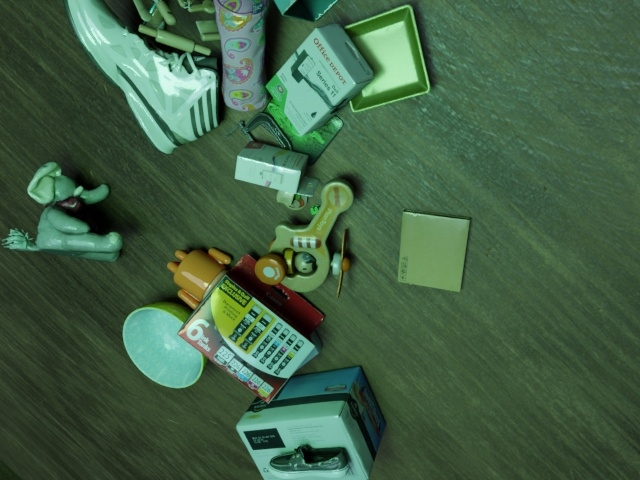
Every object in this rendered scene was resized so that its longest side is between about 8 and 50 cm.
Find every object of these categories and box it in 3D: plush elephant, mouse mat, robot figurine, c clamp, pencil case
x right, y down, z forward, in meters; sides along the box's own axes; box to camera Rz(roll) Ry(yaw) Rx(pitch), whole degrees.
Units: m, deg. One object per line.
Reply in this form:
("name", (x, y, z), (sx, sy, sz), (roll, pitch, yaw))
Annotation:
("plush elephant", (-0.746, -0.085, 1.543), (0.331, 0.272, 0.255), (6, 78, -16))
("mouse mat", (-0.053, -0.299, 1.298), (0.190, 0.007, 0.152), (41, 120, 1))
("robot figurine", (-0.341, 0.109, 1.519), (0.220, 0.158, 0.128), (34, 141, 5))
("c clamp", (-0.155, -0.259, 1.345), (0.137, 0.022, 0.160), (-39, 95, 29))
("pencil case", (-0.171, -0.429, 1.160), (0.124, 0.124, 0.284), (24, 147, 10))

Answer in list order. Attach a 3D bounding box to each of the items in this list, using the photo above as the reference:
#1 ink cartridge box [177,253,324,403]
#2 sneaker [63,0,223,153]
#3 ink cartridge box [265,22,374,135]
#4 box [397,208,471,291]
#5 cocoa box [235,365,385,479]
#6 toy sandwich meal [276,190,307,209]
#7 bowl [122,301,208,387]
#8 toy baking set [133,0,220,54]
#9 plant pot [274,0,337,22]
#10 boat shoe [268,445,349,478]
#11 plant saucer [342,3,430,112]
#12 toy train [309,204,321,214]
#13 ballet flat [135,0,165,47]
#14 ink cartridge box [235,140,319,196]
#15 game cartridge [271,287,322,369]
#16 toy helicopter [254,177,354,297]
("ink cartridge box", (-0.179, 0.232, 1.410), (0.310, 0.130, 0.271), (39, 88, -7))
("sneaker", (-0.390, -0.452, 1.256), (0.258, 0.169, 0.447), (-23, 124, 10))
("ink cartridge box", (-0.004, -0.361, 1.165), (0.208, 0.087, 0.153), (-35, 91, 44))
("box", (0.284, 0.027, 1.302), (0.165, 0.021, 0.201), (9, 115, 18))
("cocoa box", (-0.021, 0.549, 1.528), (0.348, 0.228, 0.231), (-16, 106, 26))
("toy sandwich meal", (-0.076, -0.117, 1.372), (0.086, 0.029, 0.085), (8, 115, 18))
("bowl", (-0.459, 0.304, 1.632), (0.290, 0.156, 0.289), (8, 115, 17))
("toy baking set", (-0.349, -0.532, 1.195), (0.030, 0.257, 0.196), (-38, 51, 54))
("plant pot", (-0.053, -0.615, 1.073), (0.166, 0.166, 0.234), (-35, 91, 29))
("boat shoe", (-0.037, 0.585, 1.375), (0.229, 0.080, 0.075), (-6, 104, 22))
("plant saucer", (0.139, -0.404, 1.155), (0.188, 0.045, 0.188), (-10, 109, 25))
("toy train", (0.011, -0.084, 1.361), (0.084, 0.017, 0.023), (-7, 119, 24))
("ballet flat", (-0.441, -0.528, 1.323), (0.067, 0.073, 0.206), (35, 127, -27))
("ink cartridge box", (-0.100, -0.180, 1.287), (0.198, 0.115, 0.067), (15, 122, 1))
("game cartridge", (-0.144, 0.261, 1.553), (0.297, 0.062, 0.198), (46, 116, -2))
("toy helicopter", (0.000, 0.000, 1.334), (0.235, 0.140, 0.354), (29, 121, 0))
